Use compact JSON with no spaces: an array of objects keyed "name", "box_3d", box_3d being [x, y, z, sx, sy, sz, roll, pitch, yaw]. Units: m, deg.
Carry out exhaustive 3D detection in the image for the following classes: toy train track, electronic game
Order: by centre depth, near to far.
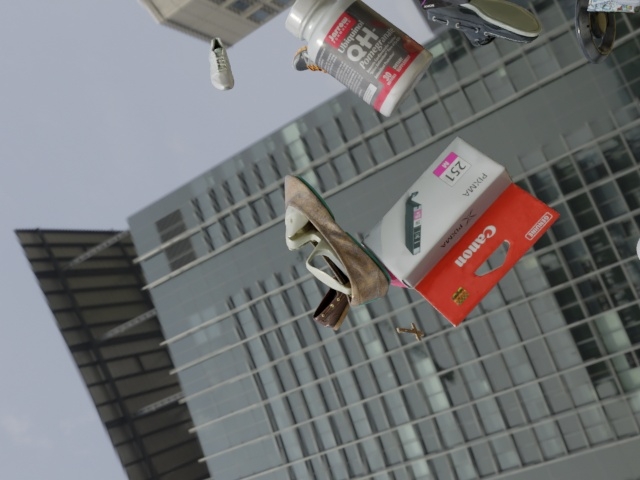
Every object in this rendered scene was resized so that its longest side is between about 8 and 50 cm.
[{"name":"toy train track","box_3d":[0.201,0.208,1.663,0.083,0.014,0.048,14,-137,-39]},{"name":"electronic game","box_3d":[0.778,-0.617,2.087,0.229,0.048,0.229,-2,-87,-47]}]

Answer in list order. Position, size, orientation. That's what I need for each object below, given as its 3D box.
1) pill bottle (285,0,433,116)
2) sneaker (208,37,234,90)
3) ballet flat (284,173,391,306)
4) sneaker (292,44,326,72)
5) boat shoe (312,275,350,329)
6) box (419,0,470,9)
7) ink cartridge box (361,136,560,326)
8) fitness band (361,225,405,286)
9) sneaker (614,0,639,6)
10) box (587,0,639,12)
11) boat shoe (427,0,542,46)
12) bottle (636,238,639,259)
[{"name":"pill bottle","box_3d":[0.083,-0.443,1.684,0.318,0.176,0.176,37,-153,3]},{"name":"sneaker","box_3d":[-0.243,-0.423,1.767,0.061,0.053,0.152,96,159,-57]},{"name":"ballet flat","box_3d":[0.000,0.000,1.393,0.316,0.106,0.107,48,161,25]},{"name":"sneaker","box_3d":[0.010,-0.510,2.083,0.084,0.214,0.083,13,-107,-54]},{"name":"boat shoe","box_3d":[0.053,0.120,1.810,0.073,0.207,0.073,26,-176,-16]},{"name":"box","box_3d":[0.228,-0.544,1.491,0.162,0.116,0.029,50,-120,-38]},{"name":"ink cartridge box","box_3d":[0.244,-0.021,1.323,0.239,0.275,0.060,44,-178,40]},{"name":"fitness band","box_3d":[0.202,0.019,1.511,0.291,0.209,0.054,-41,-40,-58]},{"name":"sneaker","box_3d":[0.761,-0.592,1.635,0.153,0.268,0.101,17,-97,-73]},{"name":"box","box_3d":[0.776,-0.648,1.934,0.027,0.137,0.094,-1,-74,-39]},{"name":"boat shoe","box_3d":[0.403,-0.553,1.874,0.127,0.340,0.113,-36,-35,-38]},{"name":"bottle","box_3d":[0.522,0.003,1.035,0.283,0.092,0.118,41,-127,-81]}]
